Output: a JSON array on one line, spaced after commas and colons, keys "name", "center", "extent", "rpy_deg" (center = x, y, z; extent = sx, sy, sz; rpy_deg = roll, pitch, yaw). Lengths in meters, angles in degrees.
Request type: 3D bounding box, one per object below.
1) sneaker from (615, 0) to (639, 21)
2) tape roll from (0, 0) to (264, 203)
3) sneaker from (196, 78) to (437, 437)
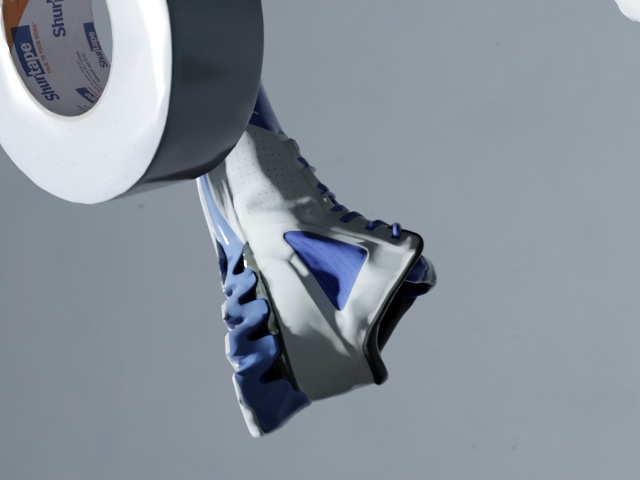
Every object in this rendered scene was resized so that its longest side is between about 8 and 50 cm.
[{"name": "sneaker", "center": [0.120, -0.245, 0.461], "extent": [0.208, 0.127, 0.319], "rpy_deg": [39, 112, 21]}, {"name": "tape roll", "center": [-0.133, -0.135, 0.909], "extent": [0.219, 0.072, 0.219], "rpy_deg": [17, 116, 41]}, {"name": "sneaker", "center": [0.000, 0.001, 1.280], "extent": [0.182, 0.127, 0.315], "rpy_deg": [-12, 70, 1]}]
